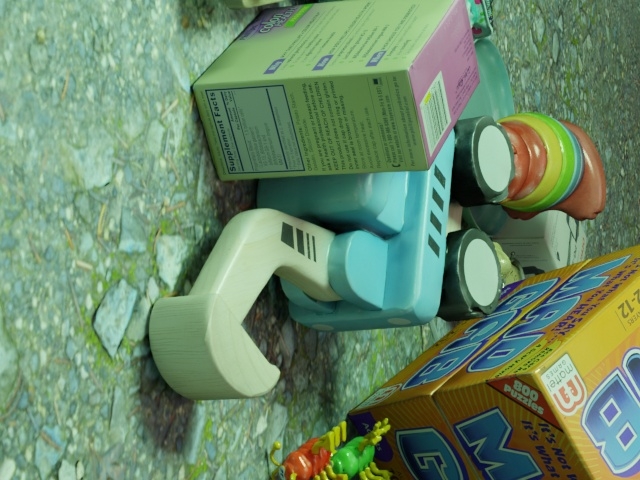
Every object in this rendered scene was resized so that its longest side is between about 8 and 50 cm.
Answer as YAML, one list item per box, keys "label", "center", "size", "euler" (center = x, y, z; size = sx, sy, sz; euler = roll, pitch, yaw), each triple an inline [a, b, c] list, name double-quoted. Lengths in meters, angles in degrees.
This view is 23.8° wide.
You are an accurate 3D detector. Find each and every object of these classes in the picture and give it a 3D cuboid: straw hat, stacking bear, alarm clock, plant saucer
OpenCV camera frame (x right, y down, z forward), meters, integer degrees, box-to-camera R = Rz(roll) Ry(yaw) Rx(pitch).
- label: "straw hat"
  center: [0.255, 0.035, 2.301]
  size: [0.144, 0.061, 0.144]
  euler: [52, 9, -11]
- label: "stacking bear"
  center: [0.299, -0.114, 2.291]
  size: [0.289, 0.175, 0.164]
  euler: [1, 90, -59]
- label: "alarm clock"
  center: [0.284, 0.100, 2.451]
  size: [0.192, 0.064, 0.129]
  euler: [-44, 129, -62]
- label: "plant saucer"
  center: [0.249, -0.163, 2.412]
  size: [0.317, 0.043, 0.318]
  euler: [0, 90, -67]

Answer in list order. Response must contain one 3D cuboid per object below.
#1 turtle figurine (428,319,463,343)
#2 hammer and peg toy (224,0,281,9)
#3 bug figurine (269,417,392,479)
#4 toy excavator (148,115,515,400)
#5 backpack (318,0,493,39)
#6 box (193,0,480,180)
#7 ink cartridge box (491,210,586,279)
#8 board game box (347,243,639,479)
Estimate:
- label: "turtle figurine"
  center: [0.225, 0.228, 2.266]
  size: [0.198, 0.274, 0.266]
  euler: [78, 35, -83]
- label: "hammer and peg toy"
  center: [-0.072, -0.377, 1.570]
  size: [0.361, 0.127, 0.266]
  euler: [-29, 115, -64]
- label: "bug figurine"
  center: [0.013, 0.334, 1.800]
  size: [0.216, 0.072, 0.279]
  euler: [-22, 114, -58]
- label: "toy excavator"
  center: [0.000, 0.000, 1.680]
  size: [0.445, 0.222, 0.433]
  euler: [28, 62, -48]
- label: "backpack"
  center: [0.093, -0.346, 1.829]
  size: [0.253, 0.225, 0.191]
  euler: [74, 24, -43]
- label: "box"
  center: [0.023, -0.168, 1.635]
  size: [0.213, 0.243, 0.117]
  euler: [-58, 140, -53]
- label: "ink cartridge box"
  center: [0.384, -0.004, 2.642]
  size: [0.237, 0.100, 0.172]
  euler: [59, 37, -48]
- label: "board game box"
  center: [0.334, 0.254, 1.934]
  size: [0.356, 0.356, 0.356]
  euler: [-35, 98, -37]
